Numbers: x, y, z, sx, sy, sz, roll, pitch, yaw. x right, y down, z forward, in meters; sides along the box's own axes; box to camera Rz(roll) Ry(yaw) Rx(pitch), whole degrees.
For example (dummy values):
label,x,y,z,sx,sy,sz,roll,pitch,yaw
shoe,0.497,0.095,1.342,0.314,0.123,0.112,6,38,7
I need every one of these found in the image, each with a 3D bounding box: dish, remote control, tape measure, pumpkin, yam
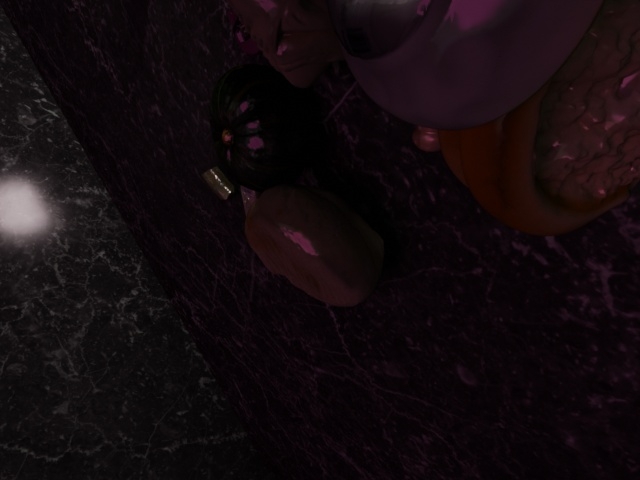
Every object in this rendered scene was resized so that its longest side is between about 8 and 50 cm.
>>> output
label,x,y,z,sx,sy,sz,roll,pitch,yaw
dish,0.089,-0.266,0.389,0.324,0.124,0.324,35,132,51
remote control,-0.212,-0.093,1.349,0.078,0.042,0.221,23,133,37
tape measure,-0.155,-0.490,0.958,0.125,0.074,0.118,1,117,52
pumpkin,-0.143,-0.268,1.006,0.300,0.207,0.300,41,141,45
yam,-0.343,-0.192,1.411,0.146,0.069,0.070,49,143,10

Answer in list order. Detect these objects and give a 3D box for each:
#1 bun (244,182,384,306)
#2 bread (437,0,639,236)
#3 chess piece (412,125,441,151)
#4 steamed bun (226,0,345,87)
label,x,y,z,sx,sy,sz,roll,pitch,yaw
bun,0.000,0.000,0.999,0.365,0.219,0.365,31,160,13
bread,0.316,-0.220,0.518,0.245,0.329,0.424,-100,5,-56
chess piece,0.195,-0.291,0.677,0.138,0.124,0.307,1,126,12
steamed bun,-0.057,-0.468,0.688,0.368,0.255,0.342,49,-170,-20
